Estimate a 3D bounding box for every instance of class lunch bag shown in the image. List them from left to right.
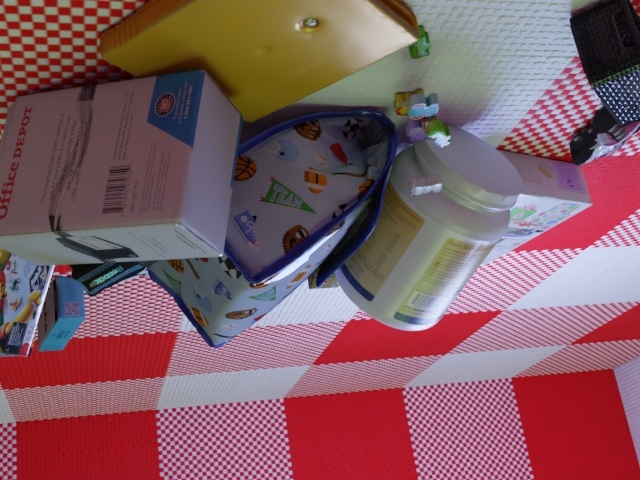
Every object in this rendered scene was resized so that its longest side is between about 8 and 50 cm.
[{"bbox_3d":[-0.059,-0.034,1.426,0.385,0.239,0.328,-37,173,-30],"label":"lunch bag"}]

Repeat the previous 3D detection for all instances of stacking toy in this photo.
[{"bbox_3d":[0.146,-0.182,1.271,0.052,0.166,0.221,-9,159,0],"label":"stacking toy"}]

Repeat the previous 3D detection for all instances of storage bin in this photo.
[{"bbox_3d":[0.440,-0.258,1.251,0.084,0.122,0.180,-21,155,29],"label":"storage bin"}]

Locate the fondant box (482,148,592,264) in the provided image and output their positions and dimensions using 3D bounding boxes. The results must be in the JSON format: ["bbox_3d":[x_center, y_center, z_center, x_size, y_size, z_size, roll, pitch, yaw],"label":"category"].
[{"bbox_3d":[0.345,-0.057,1.757,0.238,0.096,0.330,5,155,-31],"label":"fondant box"}]

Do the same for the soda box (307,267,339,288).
[{"bbox_3d":[0.000,0.000,1.650,0.061,0.181,0.058,-3,158,-13],"label":"soda box"}]

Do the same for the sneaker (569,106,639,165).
[{"bbox_3d":[0.523,-0.196,1.535,0.077,0.072,0.178,-13,169,-23],"label":"sneaker"}]

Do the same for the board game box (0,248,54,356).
[{"bbox_3d":[-0.522,0.025,1.379,0.053,0.305,0.193,14,177,41],"label":"board game box"}]

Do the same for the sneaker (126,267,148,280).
[{"bbox_3d":[-0.417,0.032,1.689,0.153,0.094,0.235,-21,167,7],"label":"sneaker"}]

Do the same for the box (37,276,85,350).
[{"bbox_3d":[-0.598,0.171,1.966,0.060,0.100,0.244,2,156,-28],"label":"box"}]

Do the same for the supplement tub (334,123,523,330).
[{"bbox_3d":[0.186,-0.022,1.498,0.228,0.228,0.316,7,129,-34],"label":"supplement tub"}]

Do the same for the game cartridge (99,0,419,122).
[{"bbox_3d":[-0.077,-0.271,1.134,0.324,0.052,0.285,-19,156,32],"label":"game cartridge"}]

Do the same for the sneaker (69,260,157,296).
[{"bbox_3d":[-0.355,-0.019,1.358,0.140,0.125,0.341,-39,-155,-8],"label":"sneaker"}]

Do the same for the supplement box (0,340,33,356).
[{"bbox_3d":[-0.639,0.137,1.742,0.104,0.188,0.081,1,157,-23],"label":"supplement box"}]

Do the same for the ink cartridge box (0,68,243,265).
[{"bbox_3d":[-0.281,-0.092,1.175,0.308,0.223,0.129,-3,157,21],"label":"ink cartridge box"}]
